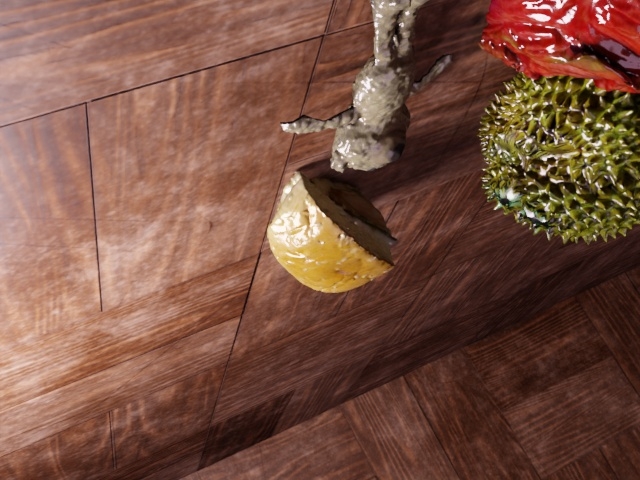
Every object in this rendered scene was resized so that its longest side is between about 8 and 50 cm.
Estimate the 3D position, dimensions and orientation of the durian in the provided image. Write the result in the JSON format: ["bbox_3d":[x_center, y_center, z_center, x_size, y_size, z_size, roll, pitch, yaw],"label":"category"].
[{"bbox_3d":[0.351,-0.126,1.165,0.224,0.291,0.291,-25,162,-40],"label":"durian"}]

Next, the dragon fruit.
[{"bbox_3d":[0.329,-0.266,0.950,0.330,0.302,0.240,-25,-160,53],"label":"dragon fruit"}]

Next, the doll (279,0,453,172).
[{"bbox_3d":[0.078,-0.180,0.949,0.202,0.091,0.286,-25,153,-47],"label":"doll"}]

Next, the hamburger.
[{"bbox_3d":[0.000,0.000,1.194,0.155,0.135,0.207,-35,157,13],"label":"hamburger"}]
